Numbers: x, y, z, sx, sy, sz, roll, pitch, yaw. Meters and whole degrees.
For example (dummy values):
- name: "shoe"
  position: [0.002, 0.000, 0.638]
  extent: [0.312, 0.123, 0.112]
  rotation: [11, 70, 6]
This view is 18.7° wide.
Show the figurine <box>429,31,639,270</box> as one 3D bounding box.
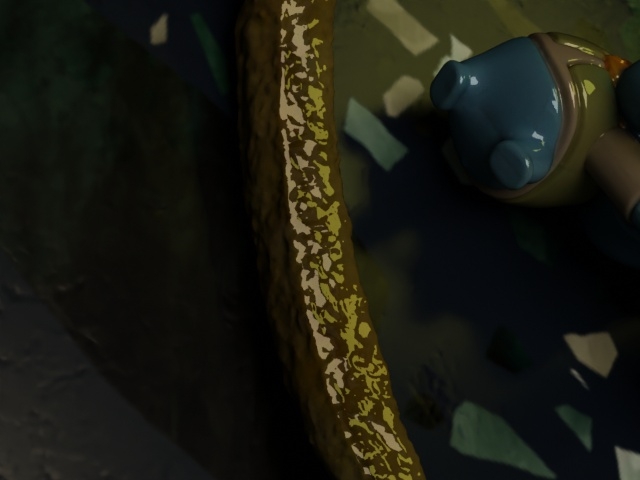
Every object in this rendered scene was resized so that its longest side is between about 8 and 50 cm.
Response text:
- name: "figurine"
  position: [0.202, -0.046, 1.249]
  extent: [0.262, 0.180, 0.153]
  rotation: [9, 104, -34]

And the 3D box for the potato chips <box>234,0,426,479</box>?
- name: "potato chips"
  position: [0.000, 0.000, 1.167]
  extent: [0.057, 0.080, 0.407]
  rotation: [-1, 77, -46]
